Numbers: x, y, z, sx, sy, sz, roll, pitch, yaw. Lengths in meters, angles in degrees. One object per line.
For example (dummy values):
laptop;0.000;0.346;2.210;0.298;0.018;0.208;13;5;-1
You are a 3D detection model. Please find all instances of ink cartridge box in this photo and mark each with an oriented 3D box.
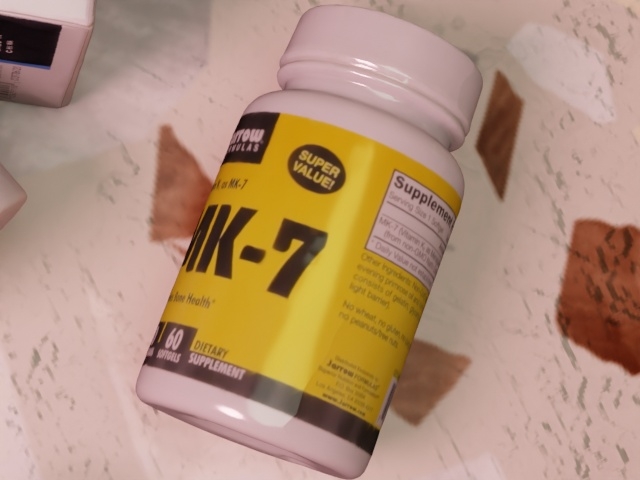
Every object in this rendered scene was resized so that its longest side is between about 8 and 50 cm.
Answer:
ink cartridge box;-0.122;-0.241;0.676;0.065;0.165;0.333;8;81;-12

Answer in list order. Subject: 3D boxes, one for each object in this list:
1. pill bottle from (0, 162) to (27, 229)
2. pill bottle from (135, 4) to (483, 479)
pill bottle;-0.251;-0.078;0.638;0.136;0.136;0.246;-43;94;-15
pill bottle;0.000;0.000;0.701;0.119;0.119;0.208;23;78;-10
